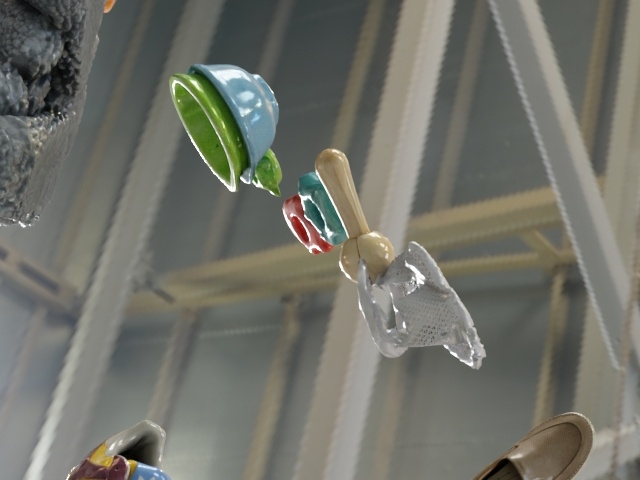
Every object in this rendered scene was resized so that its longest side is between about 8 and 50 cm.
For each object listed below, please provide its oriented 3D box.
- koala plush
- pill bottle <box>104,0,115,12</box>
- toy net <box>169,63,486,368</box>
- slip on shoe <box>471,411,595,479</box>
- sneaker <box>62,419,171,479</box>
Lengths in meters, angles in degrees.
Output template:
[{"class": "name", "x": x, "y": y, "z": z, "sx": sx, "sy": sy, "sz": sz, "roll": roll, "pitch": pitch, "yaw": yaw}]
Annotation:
[{"class": "koala plush", "x": -0.260, "y": -0.115, "z": 0.892, "sx": 0.203, "sy": 0.221, "sz": 0.196, "roll": 132, "pitch": -26, "yaw": -80}, {"class": "pill bottle", "x": -0.293, "y": -0.285, "z": 1.299, "sx": 0.130, "sy": 0.246, "sz": 0.130, "roll": -163, "pitch": -90, "yaw": -71}, {"class": "toy net", "x": 0.000, "y": 0.000, "z": 0.767, "sx": 0.045, "sy": 0.122, "sz": 0.232, "roll": -30, "pitch": -123, "yaw": -17}, {"class": "slip on shoe", "x": 0.159, "y": 0.182, "z": 1.136, "sx": 0.135, "sy": 0.041, "sz": 0.051, "roll": -33, "pitch": -117, "yaw": -4}, {"class": "sneaker", "x": -0.128, "y": 0.178, "z": 0.882, "sx": 0.084, "sy": 0.069, "sz": 0.185, "roll": -47, "pitch": -157, "yaw": 16}]
